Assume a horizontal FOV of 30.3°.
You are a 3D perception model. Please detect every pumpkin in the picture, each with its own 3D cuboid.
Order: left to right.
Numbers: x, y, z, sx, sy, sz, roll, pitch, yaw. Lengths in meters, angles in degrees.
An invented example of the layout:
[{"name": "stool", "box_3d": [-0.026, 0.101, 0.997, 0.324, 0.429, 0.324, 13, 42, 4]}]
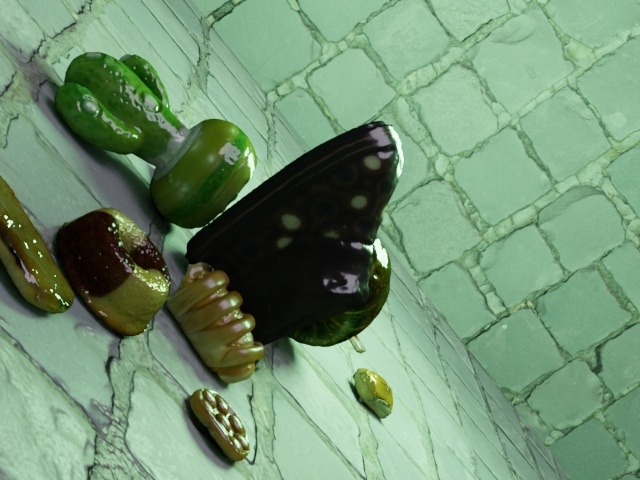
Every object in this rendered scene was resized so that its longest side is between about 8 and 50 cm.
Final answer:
[{"name": "pumpkin", "box_3d": [0.003, 0.051, 2.021, 0.260, 0.260, 0.189, 50, 40, -23]}]

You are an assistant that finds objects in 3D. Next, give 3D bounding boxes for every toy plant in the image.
[{"name": "toy plant", "box_3d": [-0.261, -0.176, 1.843, 0.316, 0.184, 0.224, 41, 36, -18]}]

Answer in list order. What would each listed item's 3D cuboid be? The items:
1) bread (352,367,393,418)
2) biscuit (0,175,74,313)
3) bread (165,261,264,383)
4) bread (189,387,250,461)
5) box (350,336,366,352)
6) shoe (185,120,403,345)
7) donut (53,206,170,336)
[{"name": "bread", "box_3d": [0.103, 0.289, 2.273, 0.106, 0.053, 0.072, 52, 12, -43]}, {"name": "biscuit", "box_3d": [-0.349, -0.022, 1.305, 0.247, 0.029, 0.118, 56, 4, 14]}, {"name": "bread", "box_3d": [-0.142, 0.114, 1.654, 0.177, 0.084, 0.119, 59, 11, 3]}, {"name": "bread", "box_3d": [-0.125, 0.232, 1.492, 0.110, 0.024, 0.110, 53, 9, -12]}, {"name": "box", "box_3d": [0.067, 0.200, 2.509, 0.083, 0.012, 0.046, 56, 9, 19]}, {"name": "shoe", "box_3d": [0.000, 0.000, 1.813, 0.237, 0.384, 0.171, 55, 3, 4]}, {"name": "donut", "box_3d": [-0.250, 0.031, 1.464, 0.166, 0.073, 0.184, 50, 9, -6]}]
